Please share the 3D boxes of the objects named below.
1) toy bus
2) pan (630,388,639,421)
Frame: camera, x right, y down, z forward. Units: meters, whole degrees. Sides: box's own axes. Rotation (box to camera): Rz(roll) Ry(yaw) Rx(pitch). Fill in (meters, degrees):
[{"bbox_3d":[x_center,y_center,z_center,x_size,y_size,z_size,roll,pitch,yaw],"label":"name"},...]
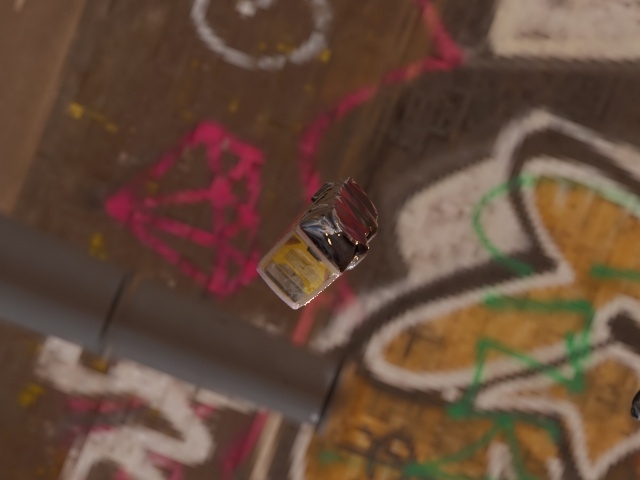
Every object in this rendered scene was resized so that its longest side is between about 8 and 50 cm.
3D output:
[{"bbox_3d":[0.000,0.000,1.408,0.072,0.057,0.172,-41,-177,14],"label":"toy bus"},{"bbox_3d":[0.232,0.010,0.909,0.235,0.028,0.136,-36,152,-18],"label":"pan"}]
